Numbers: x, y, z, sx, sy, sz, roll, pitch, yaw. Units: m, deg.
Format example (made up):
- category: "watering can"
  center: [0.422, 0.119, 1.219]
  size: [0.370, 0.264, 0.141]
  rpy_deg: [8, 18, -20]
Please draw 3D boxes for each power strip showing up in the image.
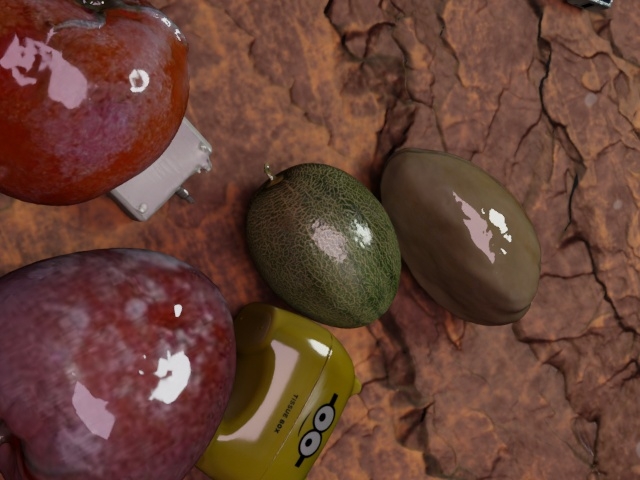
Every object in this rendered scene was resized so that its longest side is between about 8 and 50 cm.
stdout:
- category: "power strip"
  center: [-0.246, -0.163, 0.965]
  size: [0.106, 0.043, 0.367]
  rpy_deg: [-46, 107, -12]

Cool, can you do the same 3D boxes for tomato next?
- category: "tomato"
  center: [-0.222, -0.128, 0.844]
  size: [0.232, 0.232, 0.188]
  rpy_deg: [20, 124, -21]

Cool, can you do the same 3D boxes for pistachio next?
- category: "pistachio"
  center: [0.148, -0.007, 1.089]
  size: [0.136, 0.136, 0.226]
  rpy_deg: [-44, 100, -14]

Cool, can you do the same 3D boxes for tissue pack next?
- category: "tissue pack"
  center: [-0.049, 0.160, 1.014]
  size: [0.127, 0.123, 0.178]
  rpy_deg: [34, 80, -26]

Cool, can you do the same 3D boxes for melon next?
- category: "melon"
  center: [0.000, 0.000, 1.019]
  size: [0.139, 0.139, 0.192]
  rpy_deg: [-43, 107, -15]

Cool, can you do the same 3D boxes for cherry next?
- category: "cherry"
  center: [-0.207, 0.126, 0.903]
  size: [0.285, 0.213, 0.236]
  rpy_deg: [-41, 103, -31]

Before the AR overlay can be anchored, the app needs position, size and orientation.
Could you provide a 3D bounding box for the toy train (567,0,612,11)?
- category: "toy train"
  center: [0.324, -0.367, 1.179]
  size: [0.043, 0.047, 0.207]
  rpy_deg: [13, 87, -22]
